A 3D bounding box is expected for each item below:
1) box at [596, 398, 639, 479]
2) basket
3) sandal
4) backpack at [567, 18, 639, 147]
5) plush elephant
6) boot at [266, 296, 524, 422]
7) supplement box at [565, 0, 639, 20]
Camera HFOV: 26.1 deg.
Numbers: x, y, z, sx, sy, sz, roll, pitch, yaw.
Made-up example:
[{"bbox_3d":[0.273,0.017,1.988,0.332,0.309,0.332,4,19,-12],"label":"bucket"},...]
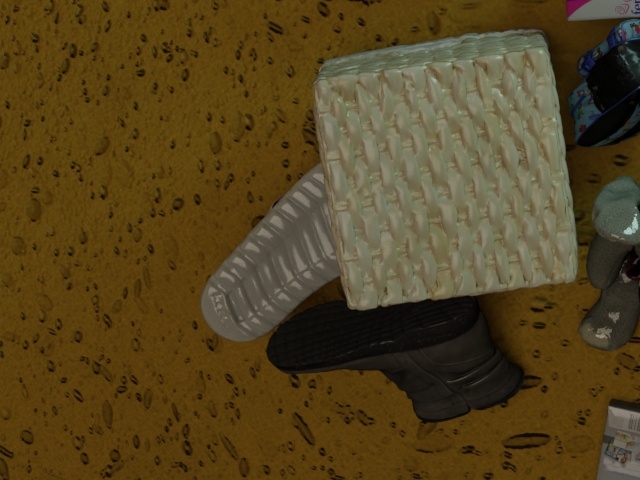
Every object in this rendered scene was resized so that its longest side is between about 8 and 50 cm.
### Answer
[{"bbox_3d":[0.471,0.333,1.976,0.145,0.038,0.186,10,104,19],"label":"box"},{"bbox_3d":[0.168,-0.101,1.841,0.328,0.266,0.331,-8,99,6],"label":"basket"},{"bbox_3d":[-0.009,-0.013,2.052,0.416,0.102,0.169,-34,100,9],"label":"sandal"},{"bbox_3d":[0.404,-0.201,1.832,0.173,0.158,0.117,-46,64,51],"label":"backpack"},{"bbox_3d":[0.471,0.029,1.792,0.271,0.255,0.330,11,105,19],"label":"plush elephant"},{"bbox_3d":[0.107,0.189,2.005,0.338,0.118,0.223,-10,132,24],"label":"boot"},{"bbox_3d":[0.433,-0.357,1.795,0.220,0.114,0.111,0,115,23],"label":"supplement box"}]
